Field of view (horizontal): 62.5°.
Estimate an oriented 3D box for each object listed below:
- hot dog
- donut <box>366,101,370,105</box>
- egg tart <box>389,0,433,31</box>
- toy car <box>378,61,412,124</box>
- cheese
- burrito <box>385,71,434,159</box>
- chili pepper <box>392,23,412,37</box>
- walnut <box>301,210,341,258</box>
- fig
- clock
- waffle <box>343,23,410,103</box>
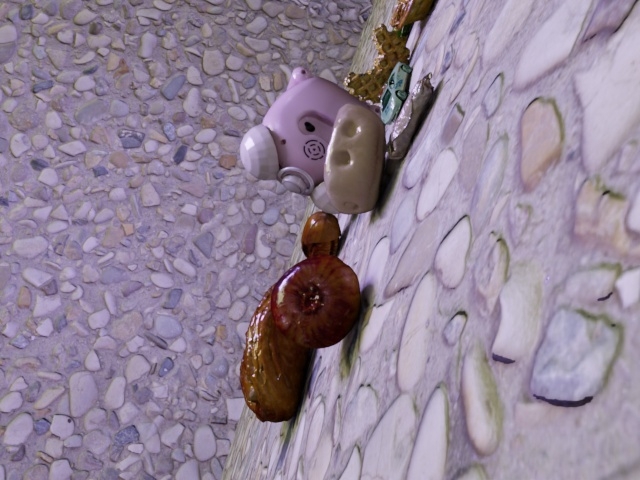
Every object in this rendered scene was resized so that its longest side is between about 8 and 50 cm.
[{"bbox_3d":[-0.109,0.261,1.351,0.267,0.174,0.388,113,172,-49],"label":"hot dog"},{"bbox_3d":[0.120,-0.398,1.821,0.108,0.065,0.166,-176,103,-79],"label":"donut"},{"bbox_3d":[0.244,-0.628,1.330,0.212,0.090,0.213,-159,90,-82],"label":"egg tart"},{"bbox_3d":[0.175,-0.358,1.273,0.093,0.058,0.186,120,168,-52],"label":"toy car"},{"bbox_3d":[0.081,-0.174,1.138,0.218,0.117,0.235,-61,-23,-64],"label":"cheese"},{"bbox_3d":[0.169,-0.232,1.003,0.058,0.044,0.188,-79,10,-48],"label":"burrito"},{"bbox_3d":[0.221,-0.606,1.538,0.085,0.076,0.360,34,110,64],"label":"chili pepper"},{"bbox_3d":[0.000,0.000,1.471,0.207,0.115,0.116,107,178,-51],"label":"walnut"},{"bbox_3d":[-0.001,0.120,1.004,0.207,0.174,0.175,68,-141,-77],"label":"fig"},{"bbox_3d":[-0.014,-0.258,1.413,0.184,0.341,0.326,110,-175,-67],"label":"clock"},{"bbox_3d":[0.151,-0.447,1.355,0.194,0.148,0.051,-69,23,11],"label":"waffle"}]
